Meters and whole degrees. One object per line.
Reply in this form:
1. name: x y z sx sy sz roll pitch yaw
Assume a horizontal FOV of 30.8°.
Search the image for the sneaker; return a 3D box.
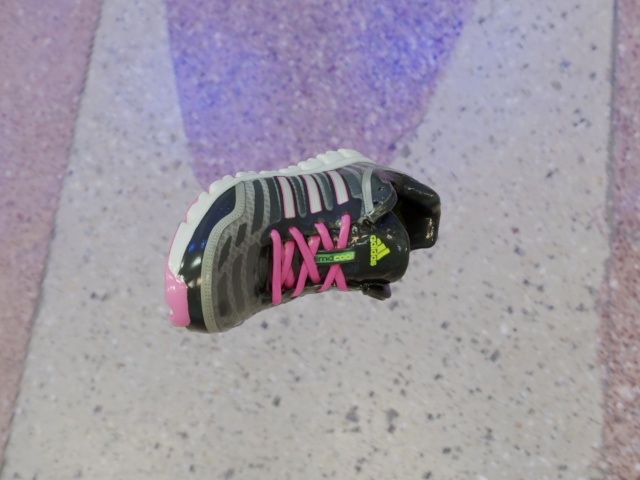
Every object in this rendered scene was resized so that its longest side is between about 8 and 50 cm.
1. sneaker: 0.000 0.000 0.532 0.075 0.170 0.063 15 115 31
